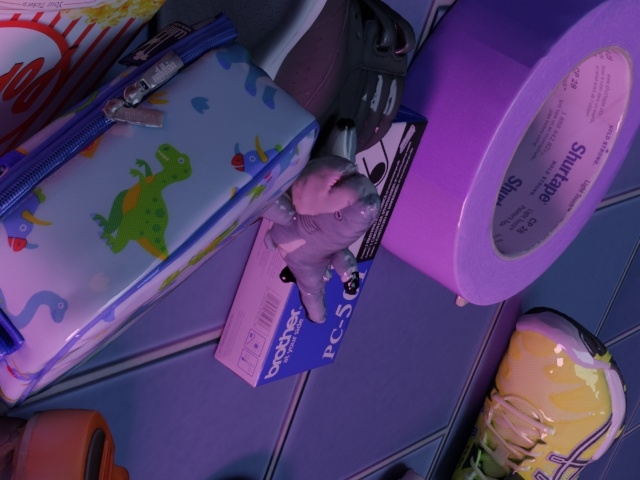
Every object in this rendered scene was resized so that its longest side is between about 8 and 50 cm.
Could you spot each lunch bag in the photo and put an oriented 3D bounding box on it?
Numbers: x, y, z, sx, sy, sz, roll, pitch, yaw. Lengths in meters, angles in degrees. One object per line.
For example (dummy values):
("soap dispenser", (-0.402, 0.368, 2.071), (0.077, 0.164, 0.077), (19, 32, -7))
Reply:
("lunch bag", (-0.104, -0.005, 0.633), (0.176, 0.090, 0.219), (-43, -179, -24))

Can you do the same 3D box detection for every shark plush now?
("shark plush", (-0.003, 0.007, 0.752), (0.073, 0.067, 0.161), (-29, 153, -36))

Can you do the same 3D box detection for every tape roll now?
("tape roll", (0.160, -0.087, 1.052), (0.275, 0.090, 0.274), (-39, 148, -31))

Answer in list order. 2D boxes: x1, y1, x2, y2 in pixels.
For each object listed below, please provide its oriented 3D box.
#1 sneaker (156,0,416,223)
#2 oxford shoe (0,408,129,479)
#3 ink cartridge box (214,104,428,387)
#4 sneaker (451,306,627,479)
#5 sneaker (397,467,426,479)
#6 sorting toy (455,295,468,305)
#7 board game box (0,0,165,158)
("sneaker", (-0.007, -0.139, 0.725), (0.147, 0.104, 0.295), (-34, 152, -39))
("oxford shoe", (-0.186, 0.187, 0.788), (0.363, 0.133, 0.130), (97, -5, -59))
("ink cartridge box", (0.000, 0.000, 0.934), (0.097, 0.046, 0.207), (-11, 128, -52))
("sneaker", (0.223, 0.237, 1.427), (0.147, 0.145, 0.384), (-35, 143, -36))
("sneaker", (0.101, 0.334, 1.386), (0.090, 0.095, 0.235), (-35, 144, -32))
("sorting toy", (0.160, 0.021, 1.243), (0.062, 0.012, 0.083), (-21, 136, -47))
("board game box", (-0.144, -0.091, 0.539), (0.193, 0.045, 0.147), (-44, 161, 31))
